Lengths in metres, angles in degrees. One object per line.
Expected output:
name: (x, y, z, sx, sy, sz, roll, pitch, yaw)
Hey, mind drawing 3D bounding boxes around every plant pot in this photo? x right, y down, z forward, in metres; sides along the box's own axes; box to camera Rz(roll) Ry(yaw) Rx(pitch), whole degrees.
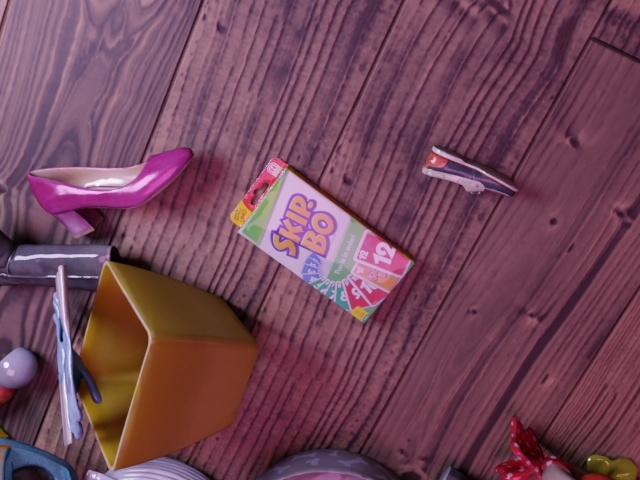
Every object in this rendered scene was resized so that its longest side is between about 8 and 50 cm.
plant pot: (-0.214, 0.173, 1.018, 0.187, 0.212, 0.212, 6, 112, -35)

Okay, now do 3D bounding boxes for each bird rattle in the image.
bird rattle: (0.397, 0.365, 1.060, 0.254, 0.207, 0.143, 34, 88, -16)

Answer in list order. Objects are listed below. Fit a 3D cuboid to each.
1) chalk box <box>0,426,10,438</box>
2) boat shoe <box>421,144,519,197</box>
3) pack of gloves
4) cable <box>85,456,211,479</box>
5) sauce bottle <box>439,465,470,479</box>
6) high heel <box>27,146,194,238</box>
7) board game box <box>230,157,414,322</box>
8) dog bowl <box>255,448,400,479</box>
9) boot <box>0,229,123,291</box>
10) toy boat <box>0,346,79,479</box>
chalk box: (-0.648, 0.366, 1.155, 0.213, 0.132, 0.132, -39, 101, 15)
boat shoe: (0.212, -0.089, 1.002, 0.137, 0.049, 0.043, 23, 110, -1)
pack of gloves: (-0.346, 0.169, 1.010, 0.046, 0.195, 0.231, -4, 75, -24)
cable: (-0.279, 0.487, 1.191, 0.257, 0.089, 0.256, 9, 108, 0)
sauce bottle: (0.336, 0.477, 1.110, 0.345, 0.111, 0.111, 32, 107, 13)
high heel: (-0.302, -0.099, 1.016, 0.244, 0.082, 0.117, -24, 115, 24)
board game box: (0.000, 0.000, 1.053, 0.259, 0.039, 0.124, 37, 105, -5)
dog bowl: (0.013, 0.501, 1.169, 0.349, 0.102, 0.348, 1, 107, 4)
boot: (-0.406, 0.019, 1.033, 0.209, 0.076, 0.189, 7, 151, 9)
toy boat: (-0.475, 0.314, 1.056, 0.148, 0.318, 0.268, -42, 136, 20)
